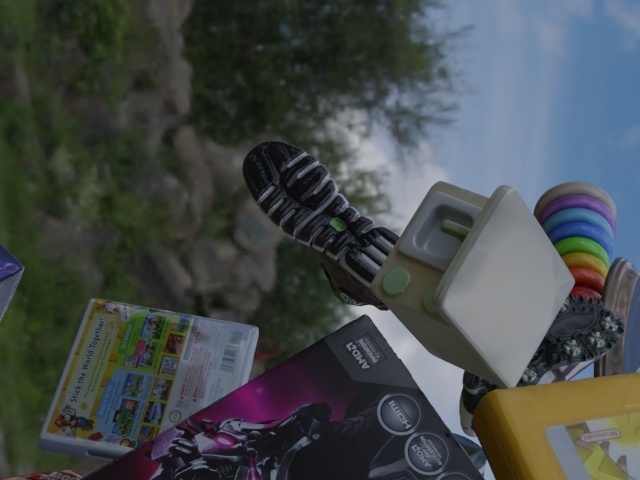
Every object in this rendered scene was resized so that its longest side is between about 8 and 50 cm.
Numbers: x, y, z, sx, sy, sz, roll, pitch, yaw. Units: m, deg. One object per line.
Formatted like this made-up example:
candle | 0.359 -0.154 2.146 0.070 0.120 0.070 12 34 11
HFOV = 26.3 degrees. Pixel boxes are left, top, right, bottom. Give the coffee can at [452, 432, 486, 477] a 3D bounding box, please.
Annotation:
coffee can | 0.163 0.473 2.250 0.201 0.201 0.275 -132 -138 -68

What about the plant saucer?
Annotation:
plant saucer | 0.453 0.163 2.036 0.278 0.041 0.278 3 90 -68

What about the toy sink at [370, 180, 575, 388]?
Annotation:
toy sink | 0.158 0.036 1.504 0.131 0.153 0.234 23 -14 36

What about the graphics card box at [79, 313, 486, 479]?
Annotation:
graphics card box | -0.047 0.258 1.278 0.233 0.371 0.094 55 -19 21

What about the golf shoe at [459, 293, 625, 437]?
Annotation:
golf shoe | 0.283 0.161 1.809 0.105 0.273 0.120 48 -34 27

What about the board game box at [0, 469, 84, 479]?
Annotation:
board game box | -0.363 0.502 1.468 0.356 0.356 0.356 28 -67 47

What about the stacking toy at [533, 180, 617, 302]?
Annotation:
stacking toy | 0.417 0.044 2.208 0.330 0.141 0.141 -80 170 -55

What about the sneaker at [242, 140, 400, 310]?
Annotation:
sneaker | 0.000 0.000 1.842 0.281 0.106 0.162 44 -21 19

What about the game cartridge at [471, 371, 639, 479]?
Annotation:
game cartridge | 0.306 0.244 1.094 0.053 0.285 0.324 107 -30 -43

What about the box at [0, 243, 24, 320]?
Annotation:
box | -0.459 0.050 1.510 0.153 0.207 0.108 41 -51 11

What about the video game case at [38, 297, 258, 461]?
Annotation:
video game case | -0.189 0.164 1.556 0.227 0.206 0.026 -79 179 -49
